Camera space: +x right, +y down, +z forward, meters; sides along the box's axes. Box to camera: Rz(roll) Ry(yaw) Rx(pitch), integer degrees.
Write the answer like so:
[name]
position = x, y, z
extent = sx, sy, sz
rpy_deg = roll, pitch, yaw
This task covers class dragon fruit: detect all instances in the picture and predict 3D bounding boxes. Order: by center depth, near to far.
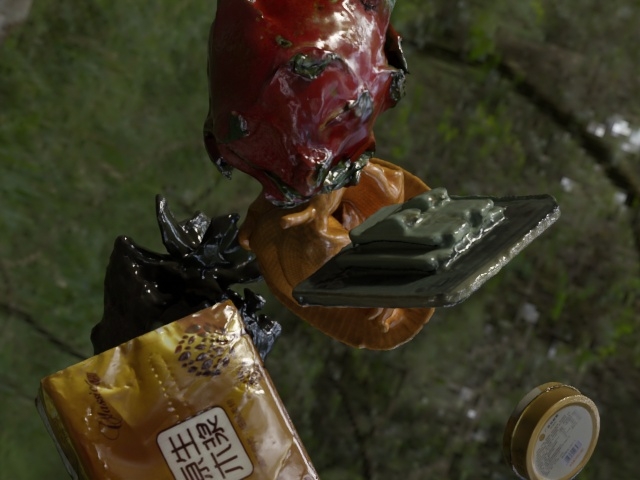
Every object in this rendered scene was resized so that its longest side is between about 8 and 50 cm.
[dragon fruit]
position = 0.003, -0.148, 1.383
extent = 0.198, 0.200, 0.269
rpy_deg = -34, 178, 43

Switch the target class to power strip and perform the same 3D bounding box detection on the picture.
[power strip]
position = 0.094, -0.008, 1.475
extent = 0.198, 0.213, 0.065
rpy_deg = -38, 115, -41

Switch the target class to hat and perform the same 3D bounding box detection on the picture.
[hat]
position = 0.000, 0.000, 1.672
extent = 0.233, 0.233, 0.244
rpy_deg = 16, 64, -71

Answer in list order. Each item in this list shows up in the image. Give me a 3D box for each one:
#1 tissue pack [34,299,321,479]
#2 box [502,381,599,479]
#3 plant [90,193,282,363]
[tissue pack]
position = -0.106, 0.185, 1.266
extent = 0.183, 0.226, 0.092
rpy_deg = -23, 168, -23
[box]
position = 0.231, 0.194, 1.546
extent = 0.105, 0.037, 0.106
rpy_deg = -16, 118, -33
[plant]
position = -0.151, 0.088, 1.822
extent = 0.199, 0.188, 0.276
rpy_deg = 28, 75, -53
